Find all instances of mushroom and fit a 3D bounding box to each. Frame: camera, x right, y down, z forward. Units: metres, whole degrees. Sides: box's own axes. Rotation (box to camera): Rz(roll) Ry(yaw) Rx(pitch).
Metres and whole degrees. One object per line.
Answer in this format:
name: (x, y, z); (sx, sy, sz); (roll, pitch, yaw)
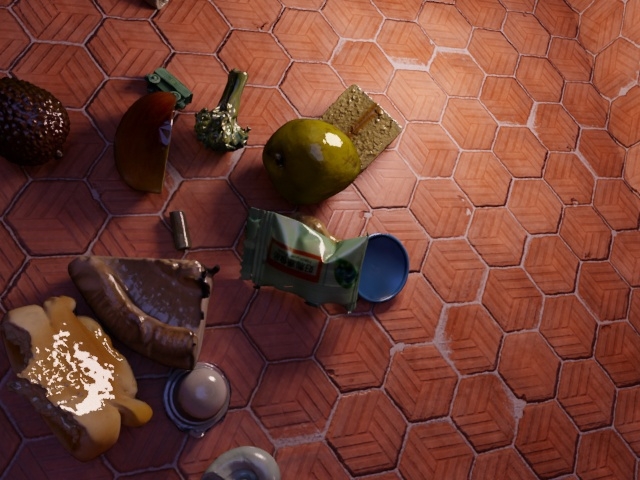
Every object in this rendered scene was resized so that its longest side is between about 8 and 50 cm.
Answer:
mushroom: (-0.515, 0.184, 1.487); (0.397, 0.224, 0.313); (9, 79, -4)

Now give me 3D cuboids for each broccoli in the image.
broccoli: (-0.335, -0.427, 1.726); (0.198, 0.177, 0.274); (-13, 117, -43)

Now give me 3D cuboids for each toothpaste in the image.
toothpaste: (0.170, 0.121, 1.812); (0.239, 0.039, 0.062); (-45, 100, -24)

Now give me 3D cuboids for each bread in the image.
bread: (-0.624, 0.331, 1.316); (0.245, 0.329, 0.424); (-34, 79, -25)
bread: (0.134, -0.410, 1.966); (0.263, 0.198, 0.236); (44, 98, 2)

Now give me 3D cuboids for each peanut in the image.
peanut: (0.000, 0.000, 1.758); (0.263, 0.117, 0.101); (40, 87, -7)

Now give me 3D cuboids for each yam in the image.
yam: (-0.443, -0.031, 1.656); (0.054, 0.054, 0.132); (-10, 74, -21)

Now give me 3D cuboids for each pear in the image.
pear: (-0.009, -0.261, 1.763); (0.375, 0.287, 0.287); (5, 69, -40)

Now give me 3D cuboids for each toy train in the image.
toy train: (-0.517, -0.518, 1.793); (0.172, 0.070, 0.099); (41, 57, 0)

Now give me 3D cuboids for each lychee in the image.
lychee: (-0.857, -0.343, 1.523); (0.236, 0.236, 0.271); (-49, 129, -26)

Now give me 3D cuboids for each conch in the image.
conch: (-0.221, 0.665, 1.448); (0.221, 0.121, 0.185); (6, 73, -10)

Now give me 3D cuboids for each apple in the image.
apple: (-0.532, -0.321, 1.640); (0.254, 0.179, 0.346); (2, 81, 22)

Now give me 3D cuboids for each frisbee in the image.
frisbee: (0.194, 0.093, 1.778); (0.242, 0.045, 0.242); (-2, 95, -27)

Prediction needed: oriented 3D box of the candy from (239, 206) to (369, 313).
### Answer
candy: (-0.054, 0.060, 1.640); (0.398, 0.172, 0.262); (15, 101, 4)

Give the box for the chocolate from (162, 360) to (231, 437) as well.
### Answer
chocolate: (-0.339, 0.439, 1.475); (0.221, 0.147, 0.221); (5, 74, -18)

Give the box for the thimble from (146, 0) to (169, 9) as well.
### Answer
thimble: (-0.590, -0.898, 1.873); (0.090, 0.115, 0.102); (32, 67, -4)
